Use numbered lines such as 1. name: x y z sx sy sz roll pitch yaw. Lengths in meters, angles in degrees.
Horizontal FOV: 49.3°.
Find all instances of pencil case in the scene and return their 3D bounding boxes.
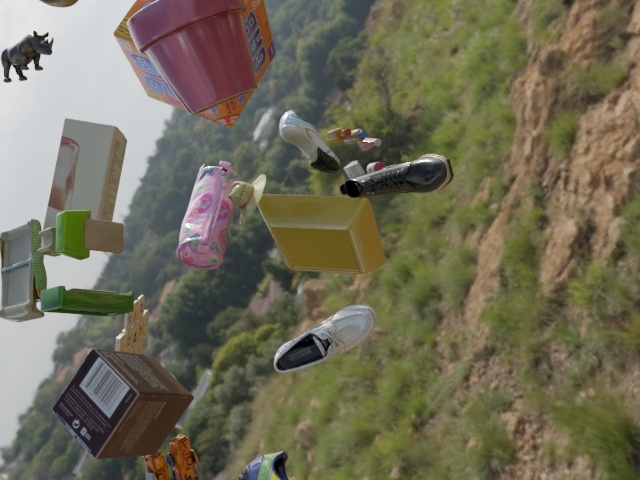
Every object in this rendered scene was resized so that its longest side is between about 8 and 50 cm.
1. pencil case: -0.280 -0.066 1.770 0.124 0.124 0.284 -46 27 49

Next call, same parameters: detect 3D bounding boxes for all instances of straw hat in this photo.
1. straw hat: -0.192 -0.114 1.706 0.144 0.061 0.144 -52 25 36

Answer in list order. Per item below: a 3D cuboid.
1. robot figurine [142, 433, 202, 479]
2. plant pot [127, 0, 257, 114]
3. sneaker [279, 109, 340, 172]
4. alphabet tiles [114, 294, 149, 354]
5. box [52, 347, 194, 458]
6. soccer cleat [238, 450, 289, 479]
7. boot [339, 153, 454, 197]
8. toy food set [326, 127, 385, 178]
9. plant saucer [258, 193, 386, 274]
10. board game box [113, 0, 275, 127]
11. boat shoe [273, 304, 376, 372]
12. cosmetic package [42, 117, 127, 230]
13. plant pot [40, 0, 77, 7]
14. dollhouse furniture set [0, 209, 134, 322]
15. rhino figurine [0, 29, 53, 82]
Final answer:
1. robot figurine: -0.430 0.744 2.076 0.085 0.291 0.211 -4 11 41
2. plant pot: -0.201 -0.321 1.191 0.201 0.180 0.201 -22 12 5
3. sneaker: -0.021 -0.265 1.893 0.085 0.237 0.086 -14 52 35
4. alphabet tiles: -0.588 0.321 2.173 0.284 0.021 0.277 -76 -9 -77
5. box: -0.426 0.355 1.518 0.167 0.168 0.203 -56 -28 2
6. soccer cleat: -0.057 0.523 1.300 0.121 0.093 0.289 -27 49 -6
7. boot: 0.144 -0.111 1.334 0.198 0.137 0.076 -12 93 57
8. toy food set: 0.131 -0.259 2.127 0.111 0.232 0.104 -40 17 -21
9. plant saucer: 0.000 0.000 2.012 0.332 0.333 0.081 68 -150 -54
10. board game box: -0.410 -0.672 2.381 0.356 0.356 0.356 -63 -15 -19
11. boat shoe: 0.009 0.235 1.629 0.268 0.096 0.088 -24 1 8
12. cosmetic package: -0.571 -0.131 1.698 0.153 0.129 0.296 121 158 -82
13. plant pot: -0.710 -0.698 1.767 0.236 0.236 0.032 -46 9 49
14. dollhouse furniture set: -0.529 0.061 1.432 0.302 0.151 0.197 -13 75 42
15. rhino figurine: -0.871 -0.558 2.076 0.243 0.073 0.106 -15 86 34
